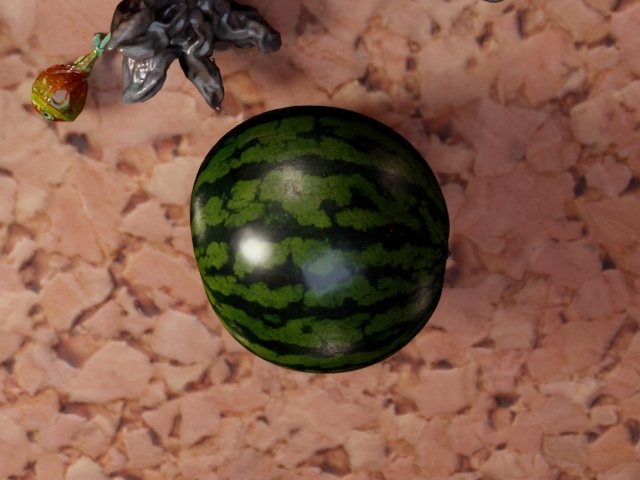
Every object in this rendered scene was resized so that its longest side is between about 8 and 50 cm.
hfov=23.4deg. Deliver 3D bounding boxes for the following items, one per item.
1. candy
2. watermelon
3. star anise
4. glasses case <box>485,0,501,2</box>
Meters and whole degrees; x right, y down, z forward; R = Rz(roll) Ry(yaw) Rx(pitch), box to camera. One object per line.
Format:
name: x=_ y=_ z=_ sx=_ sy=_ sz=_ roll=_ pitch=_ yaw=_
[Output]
candy: x=-0.231 y=-0.204 z=1.638 sx=0.060 sy=0.060 sz=0.201 roll=39 pitch=100 yaw=-24
watermelon: x=0.000 y=0.000 z=1.644 sx=0.285 sy=0.285 sz=0.285 roll=-3 pitch=120 yaw=-5
star anise: x=-0.147 y=-0.252 z=1.570 sx=0.212 sy=0.129 sz=0.282 roll=-24 pitch=124 yaw=-24
glasses case: x=0.081 y=-0.358 z=1.565 sx=0.323 sy=0.074 sz=0.131 roll=23 pitch=115 yaw=-18
